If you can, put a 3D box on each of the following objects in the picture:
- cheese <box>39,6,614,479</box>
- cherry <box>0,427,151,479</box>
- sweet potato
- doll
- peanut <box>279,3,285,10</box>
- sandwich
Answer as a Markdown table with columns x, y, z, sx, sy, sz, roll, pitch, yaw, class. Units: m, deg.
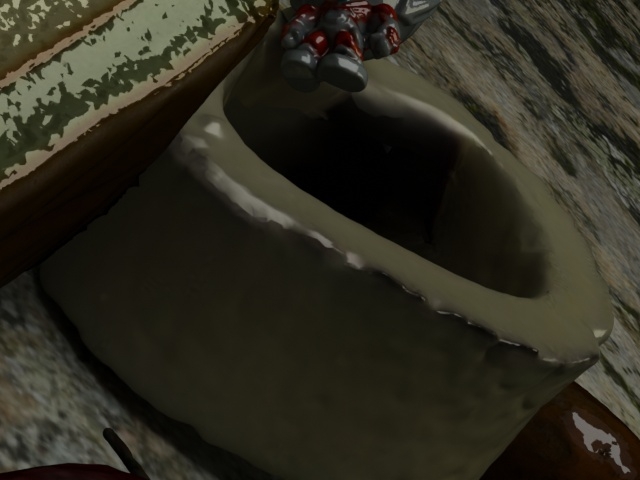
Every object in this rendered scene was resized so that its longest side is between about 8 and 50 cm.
| x | y | z | sx | sy | sz | roll | pitch | yaw | class |
| --- | --- | --- | --- | --- | --- | --- | --- | --- | --- |
| -0.002 | 0.000 | 1.127 | 0.332 | 0.153 | 0.292 | 26 | 28 | -29 | cheese |
| -0.098 | 0.163 | 0.632 | 0.192 | 0.175 | 0.249 | 44 | 19 | 21 | cherry |
| 0.133 | 0.129 | 1.280 | 0.359 | 0.112 | 0.112 | 38 | 10 | 38 | sweet potato |
| 0.022 | -0.133 | 1.119 | 0.180 | 0.094 | 0.079 | -63 | 150 | -59 | doll |
| -0.043 | -0.098 | 1.324 | 0.290 | 0.130 | 0.130 | 38 | 21 | -25 | peanut |
| -0.160 | -0.079 | 0.888 | 0.155 | 0.227 | 0.198 | 48 | 19 | 4 | sandwich |
